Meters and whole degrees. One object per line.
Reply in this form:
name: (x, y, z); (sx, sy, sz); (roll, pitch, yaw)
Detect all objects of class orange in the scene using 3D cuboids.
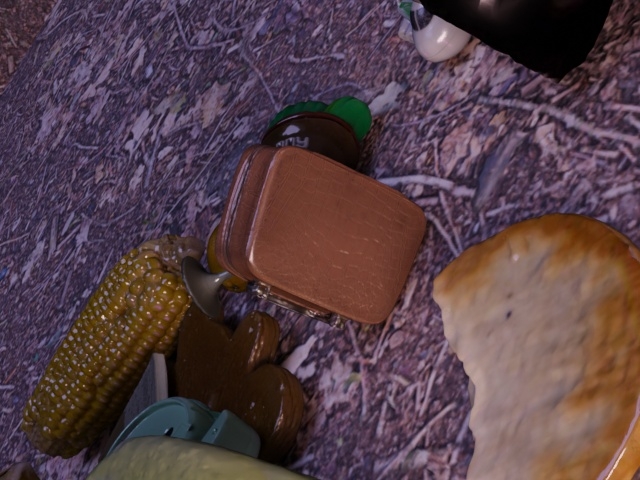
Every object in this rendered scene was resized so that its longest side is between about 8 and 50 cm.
orange: (-0.090, 0.016, 1.361); (0.085, 0.085, 0.095); (-20, 55, 49)

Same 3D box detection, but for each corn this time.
corn: (-0.253, 0.133, 1.463); (0.347, 0.130, 0.130); (-53, 29, 16)

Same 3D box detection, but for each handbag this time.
handbag: (0.000, 0.000, 1.125); (0.072, 0.193, 0.151); (8, 79, 55)

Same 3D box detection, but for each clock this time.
clock: (-0.159, 0.228, 1.168); (0.159, 0.066, 0.211); (-54, 28, -16)

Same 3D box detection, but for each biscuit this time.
biscuit: (0.183, 0.091, 0.906); (0.204, 0.040, 0.308); (-42, 33, 28)
biscuit: (-0.098, 0.168, 1.264); (0.301, 0.049, 0.196); (13, 83, 61)

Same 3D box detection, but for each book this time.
book: (-0.220, 0.244, 1.358); (0.198, 0.016, 0.138); (-59, 27, 31)

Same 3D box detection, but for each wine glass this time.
wine glass: (-0.047, 0.012, 1.251); (0.196, 0.079, 0.079); (-26, 38, 14)

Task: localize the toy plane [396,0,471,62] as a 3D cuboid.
toy plane: (0.143, -0.274, 1.278); (0.174, 0.080, 0.174); (-37, 38, 35)

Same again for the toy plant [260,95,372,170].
toy plant: (-0.008, -0.112, 1.339); (0.143, 0.105, 0.200); (-28, 29, 31)

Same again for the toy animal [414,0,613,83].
toy animal: (0.213, -0.322, 1.061); (0.309, 0.251, 0.251); (-60, 28, 11)

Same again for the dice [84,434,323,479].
dice: (-0.069, 0.300, 0.881); (0.254, 0.252, 0.249); (-11, 55, 55)

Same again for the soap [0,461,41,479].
soap: (-0.412, 0.465, 1.363); (0.335, 0.156, 0.293); (-42, 30, 28)
